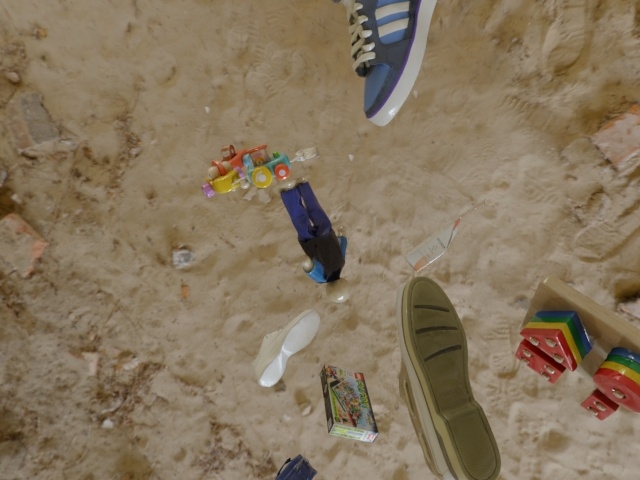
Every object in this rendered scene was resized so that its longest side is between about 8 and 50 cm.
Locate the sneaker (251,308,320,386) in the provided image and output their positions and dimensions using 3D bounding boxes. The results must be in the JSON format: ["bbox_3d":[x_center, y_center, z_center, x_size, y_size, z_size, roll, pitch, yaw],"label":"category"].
[{"bbox_3d":[-0.093,0.237,1.141,0.212,0.094,0.080,-50,127,-2],"label":"sneaker"}]

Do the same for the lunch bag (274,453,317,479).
[{"bbox_3d":[-0.058,0.493,0.995,0.065,0.067,0.098,38,90,17],"label":"lunch bag"}]

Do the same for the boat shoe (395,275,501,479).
[{"bbox_3d":[0.163,0.208,0.721,0.113,0.103,0.302,2,64,-27],"label":"boat shoe"}]

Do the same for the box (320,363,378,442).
[{"bbox_3d":[0.066,0.395,1.179,0.114,0.207,0.036,17,112,-14],"label":"box"}]

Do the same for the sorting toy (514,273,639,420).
[{"bbox_3d":[0.479,0.216,0.869,0.089,0.255,0.257,-44,60,-13],"label":"sorting toy"}]

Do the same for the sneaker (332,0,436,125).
[{"bbox_3d":[0.056,-0.378,0.790,0.236,0.130,0.322,16,93,-16],"label":"sneaker"}]

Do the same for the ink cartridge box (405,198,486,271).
[{"bbox_3d":[0.263,-0.012,0.959,0.179,0.145,0.045,-35,85,22],"label":"ink cartridge box"}]

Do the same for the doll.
[{"bbox_3d":[0.000,0.000,0.682,0.046,0.129,0.188,-19,96,35],"label":"doll"}]

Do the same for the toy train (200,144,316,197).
[{"bbox_3d":[-0.095,-0.108,0.631,0.166,0.125,0.046,-3,122,35],"label":"toy train"}]
